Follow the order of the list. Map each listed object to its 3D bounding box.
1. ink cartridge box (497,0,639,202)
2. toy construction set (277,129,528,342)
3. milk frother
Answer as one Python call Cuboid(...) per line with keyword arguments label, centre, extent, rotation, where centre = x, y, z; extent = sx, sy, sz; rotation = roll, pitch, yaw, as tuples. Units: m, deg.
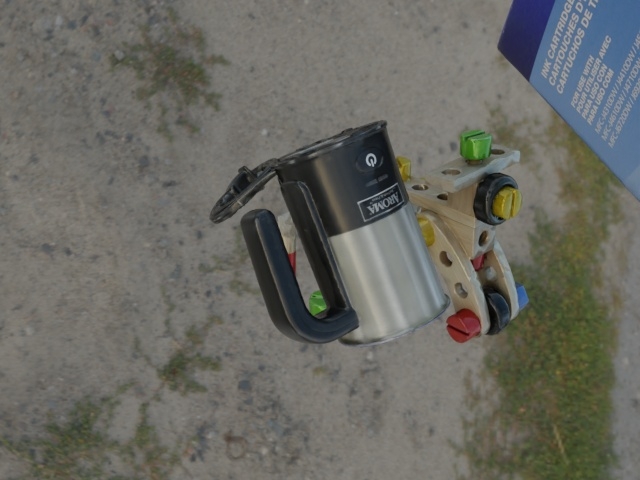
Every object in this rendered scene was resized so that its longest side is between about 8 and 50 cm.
Cuboid(label="ink cartridge box", centre=(0.283, -0.173, 0.520), extent=(0.151, 0.270, 0.396), rotation=(-14, 53, -19))
Cuboid(label="toy construction set", centre=(0.099, -0.028, 0.908), extent=(0.308, 0.257, 0.237), rotation=(-10, 126, -13))
Cuboid(label="milk frother", centre=(0.000, 0.000, 0.544), extent=(0.129, 0.143, 0.135), rotation=(-23, 101, -13))
